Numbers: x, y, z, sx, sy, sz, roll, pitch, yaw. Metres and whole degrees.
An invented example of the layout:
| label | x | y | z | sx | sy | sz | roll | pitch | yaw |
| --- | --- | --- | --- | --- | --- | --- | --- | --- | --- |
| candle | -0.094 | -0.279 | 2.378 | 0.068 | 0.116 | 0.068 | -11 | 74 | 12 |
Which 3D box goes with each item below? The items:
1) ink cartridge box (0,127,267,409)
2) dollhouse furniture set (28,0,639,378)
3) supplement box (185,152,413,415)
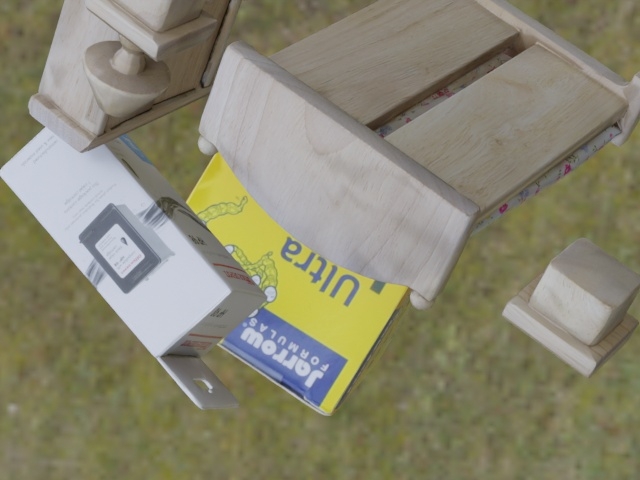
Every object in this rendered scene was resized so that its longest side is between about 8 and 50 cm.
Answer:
| label | x | y | z | sx | sy | sz | roll | pitch | yaw |
| --- | --- | --- | --- | --- | --- | --- | --- | --- | --- |
| ink cartridge box | -0.094 | 0.011 | 1.107 | 0.060 | 0.180 | 0.104 | -42 | -9 | 5 |
| dollhouse furniture set | 0.042 | -0.058 | 0.990 | 0.355 | 0.303 | 0.174 | 37 | 129 | 17 |
| supplement box | 0.000 | 0.000 | 1.678 | 0.195 | 0.194 | 0.356 | -59 | -4 | 8 |
